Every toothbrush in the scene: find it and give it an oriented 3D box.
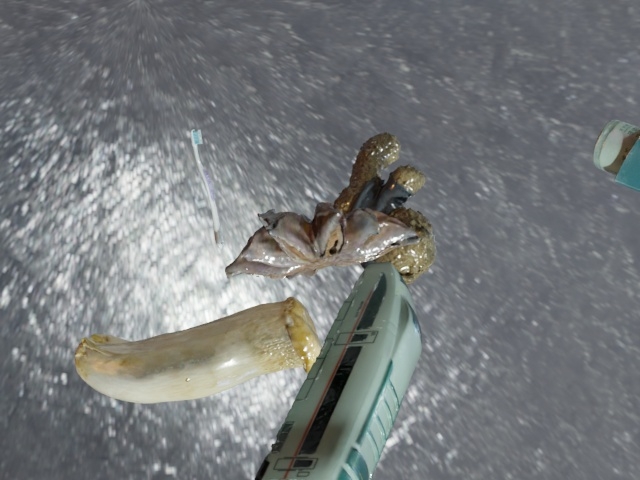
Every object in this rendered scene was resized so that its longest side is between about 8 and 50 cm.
[{"bbox_3d":[-0.120,-0.055,1.433,0.013,0.011,0.131,-7,99,30],"label":"toothbrush"}]

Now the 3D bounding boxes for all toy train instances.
[{"bbox_3d":[0.047,0.144,1.417,0.088,0.407,0.086,-9,120,26],"label":"toy train"}]

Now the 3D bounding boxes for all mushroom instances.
[{"bbox_3d":[-0.168,0.156,1.825,0.351,0.095,0.122,-9,57,12],"label":"mushroom"}]

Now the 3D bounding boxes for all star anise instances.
[{"bbox_3d":[0.000,0.000,1.392,0.182,0.195,0.065,0,69,-30],"label":"star anise"}]

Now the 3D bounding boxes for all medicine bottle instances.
[{"bbox_3d":[0.433,-0.054,1.531,0.079,0.258,0.124,-28,135,-44],"label":"medicine bottle"}]

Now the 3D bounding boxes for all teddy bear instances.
[{"bbox_3d":[0.080,-0.031,1.877,0.129,0.251,0.181,-10,124,-13],"label":"teddy bear"}]
